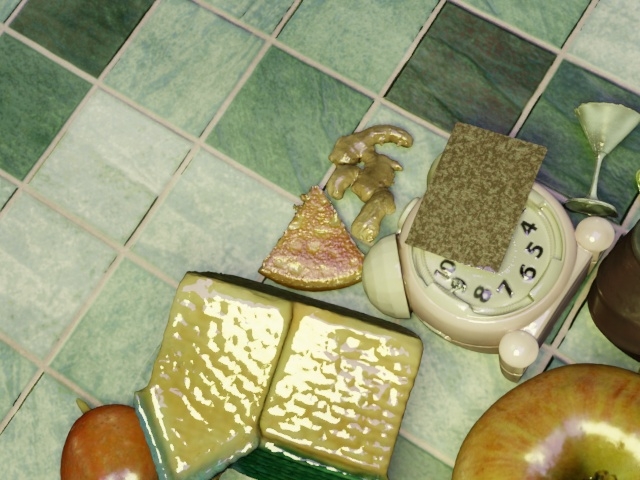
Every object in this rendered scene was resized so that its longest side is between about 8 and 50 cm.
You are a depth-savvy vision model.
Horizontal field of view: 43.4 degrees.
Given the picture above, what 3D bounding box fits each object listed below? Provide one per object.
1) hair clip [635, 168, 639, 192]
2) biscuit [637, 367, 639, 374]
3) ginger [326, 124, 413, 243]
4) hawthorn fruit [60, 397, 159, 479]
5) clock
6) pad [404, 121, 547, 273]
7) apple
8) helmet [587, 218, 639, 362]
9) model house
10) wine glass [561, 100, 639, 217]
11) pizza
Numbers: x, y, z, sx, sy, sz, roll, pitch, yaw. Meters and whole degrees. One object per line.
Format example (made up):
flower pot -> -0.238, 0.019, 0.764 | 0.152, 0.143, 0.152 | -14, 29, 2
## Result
hair clip -> 0.600, -0.042, 1.395 | 0.060, 0.033, 0.189 | -25, 76, 1
biscuit -> 0.578, 0.287, 1.306 | 0.174, 0.039, 0.184 | 21, 79, 12
ginger -> 0.075, -0.102, 1.429 | 0.149, 0.065, 0.259 | 2, 55, 18
hawthorn fruit -> -0.340, 0.358, 1.318 | 0.199, 0.199, 0.251 | -40, 62, -5
clock -> 0.269, 0.027, 1.340 | 0.325, 0.184, 0.342 | 33, 74, 17
pad -> 0.251, -0.072, 1.294 | 0.158, 0.003, 0.235 | 20, 74, 18
apple -> 0.388, 0.381, 1.144 | 0.399, 0.334, 0.401 | -10, 55, 14
helmet -> 0.553, 0.109, 1.271 | 0.177, 0.305, 0.225 | -51, 32, 29
model house -> -0.062, 0.257, 1.258 | 0.381, 0.334, 0.343 | 16, 87, 5
wine glass -> 0.484, -0.137, 1.393 | 0.122, 0.122, 0.183 | 11, 79, 9
pizza -> 0.000, 0.000, 1.435 | 0.200, 0.053, 0.193 | 8, 76, 3
